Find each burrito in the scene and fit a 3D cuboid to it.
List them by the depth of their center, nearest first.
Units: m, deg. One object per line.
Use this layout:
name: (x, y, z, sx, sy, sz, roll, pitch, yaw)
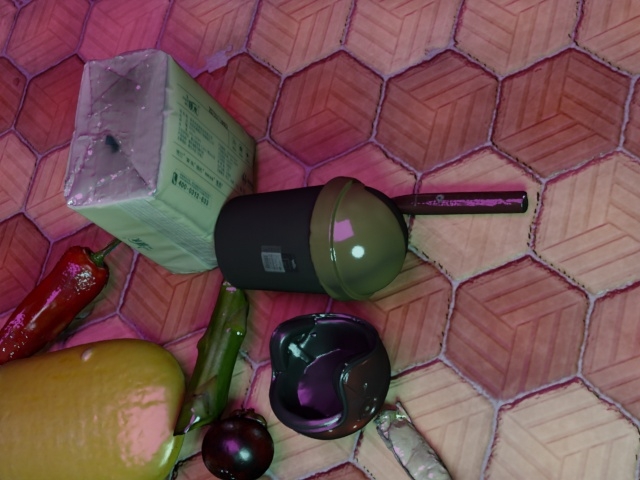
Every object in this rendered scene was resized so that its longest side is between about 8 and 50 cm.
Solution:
burrito: (0.164, 0.356, 1.584, 0.058, 0.063, 0.229, -47, 55, 15)

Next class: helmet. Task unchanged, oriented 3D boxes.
helmet: (0.016, 0.223, 1.630, 0.189, 0.193, 0.216, 25, 75, 38)

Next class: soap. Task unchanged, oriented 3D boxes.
soap: (-0.432, 0.336, 1.858, 0.427, 0.115, 0.306, -7, 64, 23)

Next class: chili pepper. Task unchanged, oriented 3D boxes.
chili pepper: (-0.528, 0.117, 1.992, 0.387, 0.110, 0.110, -46, 58, 1)

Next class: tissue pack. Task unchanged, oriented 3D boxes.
tissue pack: (-0.276, -0.134, 1.806, 0.207, 0.380, 0.297, -6, 67, 20)

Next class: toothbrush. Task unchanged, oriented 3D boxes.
toothbrush: (0.186, -0.065, 1.749, 0.364, 0.041, 0.041, 0, 71, 26)

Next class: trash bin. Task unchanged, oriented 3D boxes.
trash bin: (0.000, 0.000, 1.721, 0.333, 0.214, 0.214, -4, 69, 34)

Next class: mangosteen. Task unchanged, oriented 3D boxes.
mangosteen: (-0.138, 0.348, 1.712, 0.140, 0.140, 0.140, -9, 67, 23)

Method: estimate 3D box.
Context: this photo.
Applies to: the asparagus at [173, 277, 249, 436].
asparagus: (-0.183, 0.201, 1.794, 0.085, 0.082, 0.343, 17, 63, -1)
